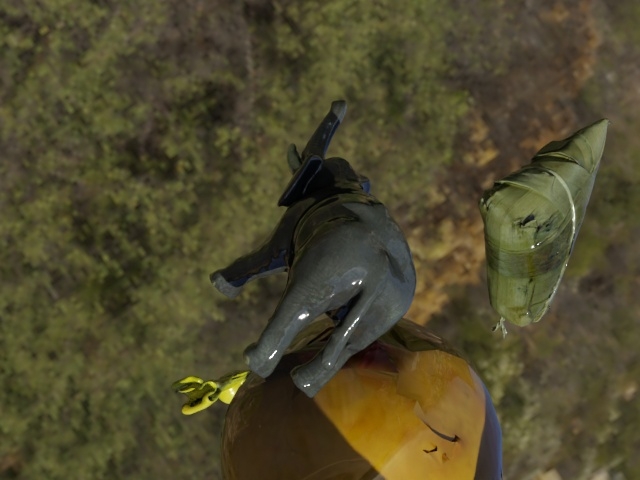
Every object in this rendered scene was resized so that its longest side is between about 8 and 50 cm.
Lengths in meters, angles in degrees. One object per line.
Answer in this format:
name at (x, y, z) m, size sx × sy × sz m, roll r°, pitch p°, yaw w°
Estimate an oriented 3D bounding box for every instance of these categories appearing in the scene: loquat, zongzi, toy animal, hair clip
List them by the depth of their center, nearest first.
toy animal at (-0.007, 0.005, 0.927) m, size 0.137 × 0.082 × 0.269 m, roll -46°, pitch -154°, yaw 17°
zongzi at (0.173, 0.001, 0.976) m, size 0.062 × 0.154 × 0.130 m, roll 26°, pitch -129°, yaw 36°
loquat at (0.033, 0.172, 1.066) m, size 0.235 × 0.235 × 0.235 m, roll -34°, pitch 180°, yaw 0°
hair clip at (-0.113, 0.182, 1.691) m, size 0.072 × 0.046 × 0.173 m, roll -24°, pitch 171°, yaw 28°

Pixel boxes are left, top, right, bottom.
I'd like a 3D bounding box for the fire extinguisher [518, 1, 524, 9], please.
fire extinguisher at (0.143, -0.355, 1.227) m, size 0.118 × 0.294 × 0.093 m, roll -24°, pitch -165°, yaw 34°
